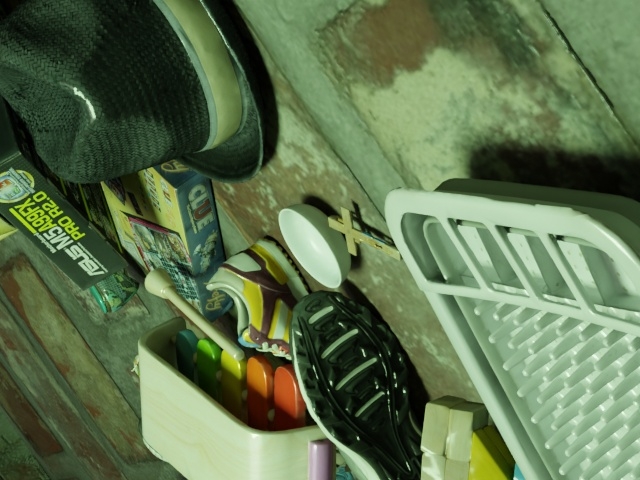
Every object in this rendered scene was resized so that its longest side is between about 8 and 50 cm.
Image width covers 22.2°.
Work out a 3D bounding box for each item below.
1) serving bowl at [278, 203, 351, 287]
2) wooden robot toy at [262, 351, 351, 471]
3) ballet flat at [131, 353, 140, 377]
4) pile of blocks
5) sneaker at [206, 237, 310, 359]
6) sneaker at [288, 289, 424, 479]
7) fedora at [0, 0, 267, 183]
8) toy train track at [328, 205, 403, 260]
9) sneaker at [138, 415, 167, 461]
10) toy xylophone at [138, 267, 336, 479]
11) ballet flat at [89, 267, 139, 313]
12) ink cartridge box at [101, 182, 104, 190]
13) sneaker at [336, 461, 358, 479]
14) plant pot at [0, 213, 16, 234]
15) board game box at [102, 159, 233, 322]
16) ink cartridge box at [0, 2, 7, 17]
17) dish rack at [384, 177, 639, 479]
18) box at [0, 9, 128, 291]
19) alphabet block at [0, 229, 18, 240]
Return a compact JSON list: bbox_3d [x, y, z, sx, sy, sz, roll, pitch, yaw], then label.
[{"bbox_3d":[0.000,0.000,1.429,0.083,0.027,0.083,44,158,23],"label":"serving bowl"},{"bbox_3d":[-0.024,0.197,1.718,0.173,0.079,0.076,47,159,15],"label":"wooden robot toy"},{"bbox_3d":[-0.151,0.169,1.950,0.241,0.077,0.091,14,135,59],"label":"ballet flat"},{"bbox_3d":[0.216,0.269,1.324,0.362,0.149,0.112,60,-156,10],"label":"pile of blocks"},{"bbox_3d":[-0.033,0.092,1.565,0.185,0.084,0.069,53,159,3],"label":"sneaker"},{"bbox_3d":[0.043,0.165,1.505,0.271,0.100,0.108,61,163,-18],"label":"sneaker"},{"bbox_3d":[-0.193,-0.145,1.439,0.334,0.152,0.334,44,158,23],"label":"fedora"},{"bbox_3d":[0.040,-0.005,1.359,0.083,0.014,0.048,27,140,39],"label":"toy train track"},{"bbox_3d":[-0.169,0.242,2.112,0.234,0.078,0.106,19,137,51],"label":"sneaker"},{"bbox_3d":[-0.099,0.165,1.681,0.322,0.081,0.236,39,134,44],"label":"toy xylophone"},{"bbox_3d":[-0.287,0.007,2.009,0.188,0.070,0.070,51,160,17],"label":"ballet flat"},{"bbox_3d":[-0.280,-0.082,1.897,0.115,0.029,0.063,34,151,43],"label":"ink cartridge box"},{"bbox_3d":[0.006,0.287,1.803,0.063,0.073,0.162,51,159,7],"label":"sneaker"},{"bbox_3d":[-0.362,-0.047,1.570,0.134,0.095,0.134,59,-173,-11],"label":"plant pot"},{"bbox_3d":[-0.169,-0.035,1.716,0.165,0.042,0.243,42,157,28],"label":"board game box"},{"bbox_3d":[-0.436,-0.218,1.925,0.255,0.097,0.189,30,149,46],"label":"ink cartridge box"},{"bbox_3d":[0.197,0.093,1.092,0.285,0.072,0.333,10,133,60],"label":"dish rack"},{"bbox_3d":[-0.298,-0.110,1.639,0.216,0.060,0.270,54,-170,-52],"label":"box"},{"bbox_3d":[-0.424,-0.091,1.728,0.192,0.197,0.193,57,-172,-35],"label":"alphabet block"}]
